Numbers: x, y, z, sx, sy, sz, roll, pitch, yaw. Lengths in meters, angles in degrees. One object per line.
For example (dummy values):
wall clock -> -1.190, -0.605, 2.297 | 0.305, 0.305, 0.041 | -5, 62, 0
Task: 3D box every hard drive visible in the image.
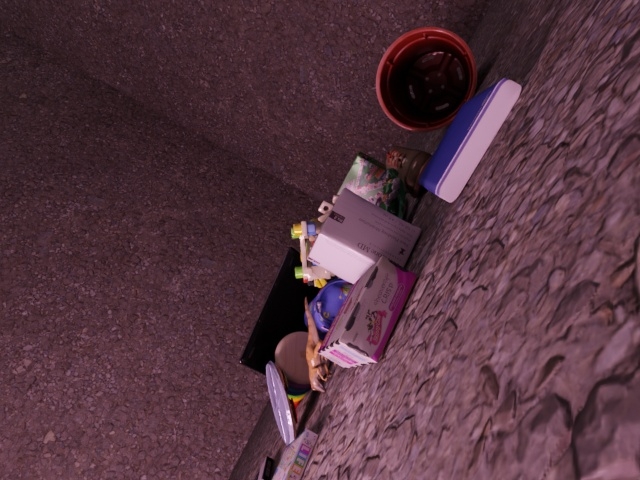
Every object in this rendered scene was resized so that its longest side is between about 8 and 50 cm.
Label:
hard drive -> 0.272, -0.187, 0.889 | 0.210, 0.040, 0.319 | -61, -1, 12

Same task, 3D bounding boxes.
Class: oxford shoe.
oxford shoe -> 0.235, -0.200, 1.263 | 0.123, 0.130, 0.348 | -61, -1, 6

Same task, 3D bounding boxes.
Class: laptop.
laptop -> -0.105, 0.284, 1.546 | 0.236, 0.408, 0.382 | -2, 59, 47

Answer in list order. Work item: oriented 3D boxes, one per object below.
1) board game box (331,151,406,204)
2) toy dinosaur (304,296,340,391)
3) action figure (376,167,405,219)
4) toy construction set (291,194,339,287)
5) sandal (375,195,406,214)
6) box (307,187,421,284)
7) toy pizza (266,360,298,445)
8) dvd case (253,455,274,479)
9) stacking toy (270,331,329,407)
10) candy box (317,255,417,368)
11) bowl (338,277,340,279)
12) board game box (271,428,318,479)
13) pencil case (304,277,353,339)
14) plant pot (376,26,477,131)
board game box -> 0.160, -0.132, 1.646 | 0.317, 0.213, 0.046 | -61, -1, 32
toy dinosaur -> -0.011, 0.233, 0.994 | 0.112, 0.064, 0.212 | -4, 89, 48
action figure -> 0.174, -0.081, 1.165 | 0.137, 0.063, 0.232 | 141, 141, -63
toy construction set -> 0.000, 0.000, 1.223 | 0.328, 0.151, 0.215 | -59, -35, -64
sandal -> 0.188, -0.079, 1.409 | 0.169, 0.102, 0.416 | -61, -1, 8
box -> 0.085, 0.010, 0.962 | 0.119, 0.180, 0.182 | -61, 0, -21
toy pizza -> -0.088, 0.385, 1.086 | 0.201, 0.032, 0.201 | 168, 90, -72
dvd case -> -0.184, 0.667, 1.107 | 0.239, 0.029, 0.179 | -61, -2, -10
stacking toy -> -0.076, 0.391, 1.258 | 0.330, 0.141, 0.141 | 108, -171, -47
candy box -> 0.075, 0.137, 0.808 | 0.159, 0.071, 0.233 | -61, -2, -19
bowl -> 0.097, 0.089, 1.339 | 0.170, 0.080, 0.170 | 9, -90, -89
board game box -> -0.056, 0.425, 0.855 | 0.103, 0.026, 0.154 | -60, -1, -39
pencil case -> 0.030, 0.185, 1.174 | 0.306, 0.119, 0.133 | 116, 171, -72
plant pot -> 0.328, -0.472, 1.362 | 0.272, 0.272, 0.265 | -62, -9, 24
